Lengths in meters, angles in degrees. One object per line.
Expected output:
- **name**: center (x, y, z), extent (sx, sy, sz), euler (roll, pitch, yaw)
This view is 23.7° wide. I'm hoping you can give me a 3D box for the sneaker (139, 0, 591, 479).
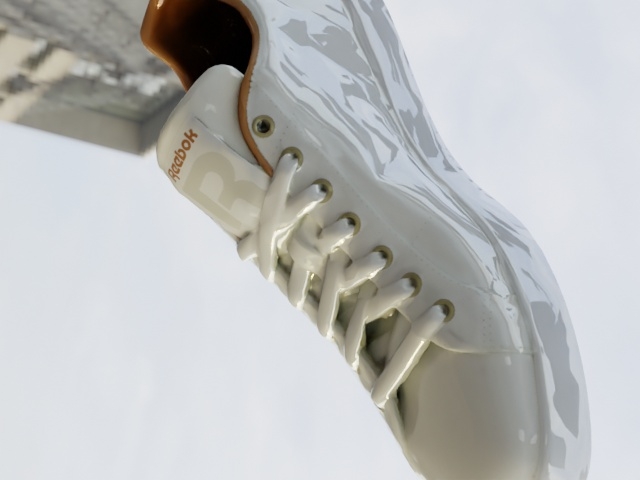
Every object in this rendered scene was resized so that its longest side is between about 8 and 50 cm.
- **sneaker**: center (0.000, 0.000, 0.618), extent (0.106, 0.123, 0.290), euler (-61, -137, 38)
